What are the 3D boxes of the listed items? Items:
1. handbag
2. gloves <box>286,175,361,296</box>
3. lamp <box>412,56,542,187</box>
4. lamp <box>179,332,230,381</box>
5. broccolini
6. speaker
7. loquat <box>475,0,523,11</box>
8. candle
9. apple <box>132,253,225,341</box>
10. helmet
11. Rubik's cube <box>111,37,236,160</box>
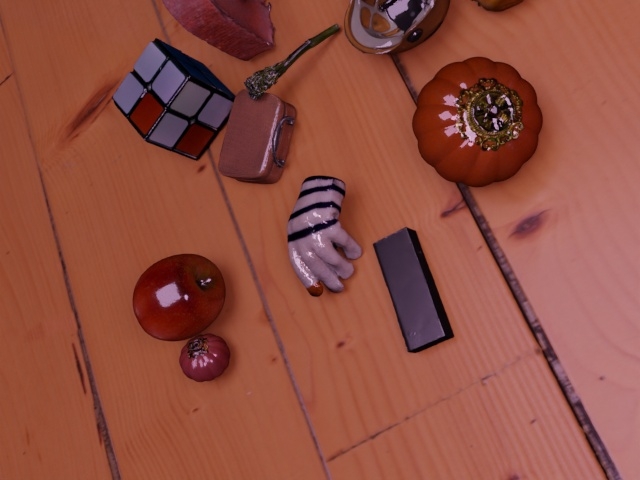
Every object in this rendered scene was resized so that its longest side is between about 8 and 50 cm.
[{"bbox_3d":[-0.132,-0.216,1.706,0.151,0.072,0.193,15,87,34],"label":"handbag"},{"bbox_3d":[-0.005,-0.005,1.550,0.140,0.131,0.218,-1,70,35],"label":"gloves"},{"bbox_3d":[0.268,-0.202,1.373,0.223,0.196,0.223,0,88,-6],"label":"lamp"},{"bbox_3d":[-0.240,0.243,1.665,0.108,0.092,0.107,-13,41,11],"label":"lamp"},{"bbox_3d":[-0.060,-0.379,1.670,0.239,0.054,0.051,-39,92,-4],"label":"broccolini"},{"bbox_3d":[0.167,0.090,1.466,0.082,0.044,0.218,-29,65,25],"label":"speaker"},{"bbox_3d":[0.326,-0.482,1.452,0.137,0.113,0.137,6,106,22],"label":"loquat"},{"bbox_3d":[-0.215,-0.524,1.737,0.131,0.287,0.317,-24,25,29],"label":"candle"},{"bbox_3d":[-0.295,0.119,1.673,0.168,0.181,0.181,-28,66,34],"label":"apple"},{"bbox_3d":[0.161,-0.451,1.534,0.224,0.130,0.198,-52,54,25],"label":"helmet"},{"bbox_3d":[-0.321,-0.310,1.782,0.180,0.183,0.167,-50,58,12],"label":"Rubik's cube"}]
